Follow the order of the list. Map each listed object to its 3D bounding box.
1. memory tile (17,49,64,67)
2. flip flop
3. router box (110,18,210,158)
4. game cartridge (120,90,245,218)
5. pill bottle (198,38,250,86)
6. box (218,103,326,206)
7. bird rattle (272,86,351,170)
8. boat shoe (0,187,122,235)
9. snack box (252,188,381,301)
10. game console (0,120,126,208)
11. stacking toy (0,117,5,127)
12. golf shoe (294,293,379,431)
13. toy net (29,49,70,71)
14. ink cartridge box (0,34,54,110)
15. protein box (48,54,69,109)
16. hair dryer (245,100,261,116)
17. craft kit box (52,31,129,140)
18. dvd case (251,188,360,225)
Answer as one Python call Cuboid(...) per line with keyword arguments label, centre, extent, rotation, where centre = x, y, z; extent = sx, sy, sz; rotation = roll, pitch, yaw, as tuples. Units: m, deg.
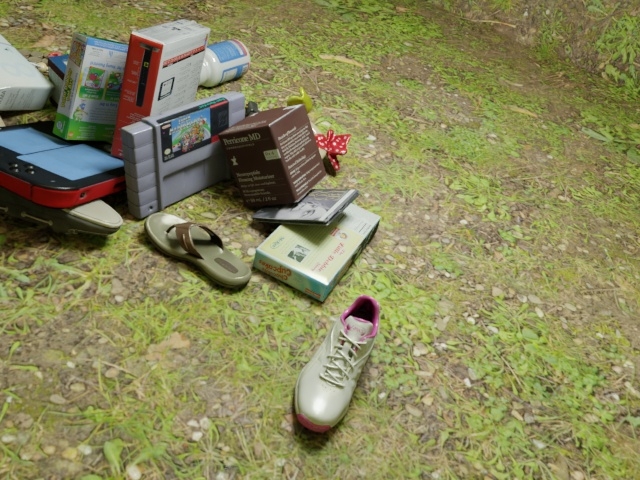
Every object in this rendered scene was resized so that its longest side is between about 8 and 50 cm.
Cuboid(label="memory tile", centre=(-0.837, -0.536, 1.862), extent=(0.148, 0.012, 0.113), rotation=(3, 42, -16))
Cuboid(label="flip flop", centre=(-0.269, 0.008, 1.383), extent=(0.277, 0.080, 0.112), rotation=(32, 42, 17))
Cuboid(label="router box", centre=(-0.397, -0.384, 1.568), extent=(0.082, 0.301, 0.335), rotation=(20, 25, 0))
Cuboid(label="game cartridge", centre=(-0.318, -0.218, 1.511), extent=(0.068, 0.230, 0.355), rotation=(30, 41, 25))
Cuboid(label="pill bottle", centre=(-0.339, -0.564, 1.991), extent=(0.124, 0.124, 0.221), rotation=(34, 41, 19))
Cuboid(label="box", centre=(-0.116, -0.212, 1.560), extent=(0.169, 0.203, 0.167), rotation=(-3, 27, 34))
Cuboid(label="bird rattle", centre=(-0.044, -0.282, 1.741), extent=(0.253, 0.143, 0.207), rotation=(52, 44, -11))
Cuboid(label="boat shoe", centre=(-0.598, -0.071, 1.364), extent=(0.335, 0.095, 0.112), rotation=(23, 22, 0))
Cuboid(label="snack box", centre=(0.000, 0.000, 1.506), extent=(0.187, 0.060, 0.322), rotation=(26, 40, 14))
Cuboid(label="game console", centre=(-0.614, -0.192, 1.423), extent=(0.342, 0.060, 0.386), rotation=(26, 21, 9))
Cuboid(label="stacking toy", centre=(-0.941, -0.313, 1.532), extent=(0.280, 0.130, 0.309), rotation=(15, 34, -47))
Cuboid(label="golf shoe", centre=(0.037, 0.224, 1.201), extent=(0.115, 0.140, 0.306), rotation=(24, 41, 5))
Cuboid(label="toy net", centre=(-0.795, -0.529, 1.823), extent=(0.122, 0.045, 0.232), rotation=(39, 44, 23))
Cuboid(label="ink cartridge box", centre=(-0.914, -0.449, 1.533), extent=(0.308, 0.091, 0.385), rotation=(43, 23, 9))
Cuboid(label="protein box", centre=(-0.603, -0.408, 1.701), extent=(0.200, 0.135, 0.201), rotation=(-23, 54, -39))
Cuboid(label="hair dryer", centre=(-0.115, -0.324, 1.828), extent=(0.224, 0.080, 0.293), rotation=(9, 42, -13))
Cuboid(label="craft kit box", centre=(-0.522, -0.369, 1.541), extent=(0.061, 0.246, 0.250), rotation=(24, 16, 23))
Cuboid(label="dvd case", centre=(-0.037, -0.086, 1.521), extent=(0.221, 0.018, 0.164), rotation=(5, 32, 33))
